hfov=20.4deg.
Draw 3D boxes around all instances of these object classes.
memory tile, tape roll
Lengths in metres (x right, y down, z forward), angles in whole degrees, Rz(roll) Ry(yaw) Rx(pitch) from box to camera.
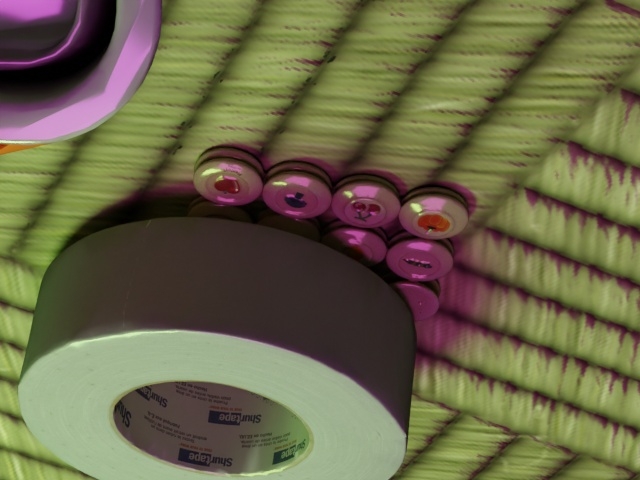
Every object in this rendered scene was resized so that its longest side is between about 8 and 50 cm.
[{"bbox_3d":[0.000,0.000,0.956,0.148,0.012,0.113,10,142,-5],"label":"memory tile"},{"bbox_3d":[-0.057,0.076,1.000,0.219,0.072,0.219,5,148,3],"label":"tape roll"}]

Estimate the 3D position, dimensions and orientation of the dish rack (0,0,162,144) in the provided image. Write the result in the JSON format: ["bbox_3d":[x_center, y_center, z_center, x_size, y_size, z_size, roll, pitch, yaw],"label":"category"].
[{"bbox_3d":[-0.216,-0.182,0.629,0.332,0.072,0.286,3,109,4],"label":"dish rack"}]

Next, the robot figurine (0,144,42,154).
[{"bbox_3d":[-0.189,-0.090,0.773,0.219,0.128,0.158,-14,109,25],"label":"robot figurine"}]
